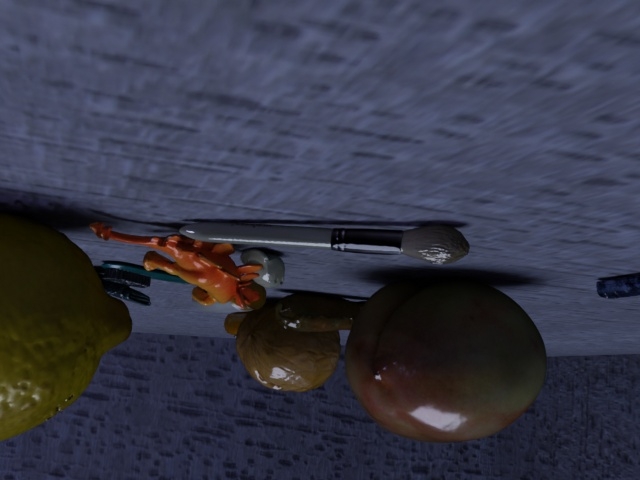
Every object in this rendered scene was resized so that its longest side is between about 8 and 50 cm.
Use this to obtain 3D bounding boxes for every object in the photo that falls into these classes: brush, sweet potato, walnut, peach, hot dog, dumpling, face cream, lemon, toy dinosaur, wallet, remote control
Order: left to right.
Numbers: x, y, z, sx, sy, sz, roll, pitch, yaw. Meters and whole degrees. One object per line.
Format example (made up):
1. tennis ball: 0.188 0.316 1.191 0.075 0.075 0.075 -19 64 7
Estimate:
1. lemon: -0.356 0.086 0.759 0.320 0.245 0.245 0 171 -22
2. wallet: -0.340 0.070 1.189 0.129 0.026 0.088 18 173 17
3. brush: -0.266 0.063 1.171 0.043 0.032 0.193 -4 166 31
4. toy dinosaur: -0.131 0.029 0.852 0.117 0.070 0.288 7 163 28
5. face cream: -0.159 0.098 1.280 0.072 0.051 0.182 11 167 -34
6. hot dog: -0.145 0.205 1.776 0.102 0.076 0.249 7 168 -40
7. dumpling: -0.076 0.035 0.959 0.059 0.043 0.077 22 -179 23
8. walnut: -0.066 0.216 1.538 0.195 0.195 0.222 -8 158 44
9. brush: 0.000 0.000 0.763 0.299 0.039 0.042 2 170 10
10. sweet potato: 0.038 0.137 1.396 0.273 0.075 0.075 5 169 -24
11. peach: 0.174 0.181 1.103 0.292 0.247 0.292 -8 -171 1
12. remote control: 0.431 0.058 0.991 0.044 0.027 0.152 12 165 -23
